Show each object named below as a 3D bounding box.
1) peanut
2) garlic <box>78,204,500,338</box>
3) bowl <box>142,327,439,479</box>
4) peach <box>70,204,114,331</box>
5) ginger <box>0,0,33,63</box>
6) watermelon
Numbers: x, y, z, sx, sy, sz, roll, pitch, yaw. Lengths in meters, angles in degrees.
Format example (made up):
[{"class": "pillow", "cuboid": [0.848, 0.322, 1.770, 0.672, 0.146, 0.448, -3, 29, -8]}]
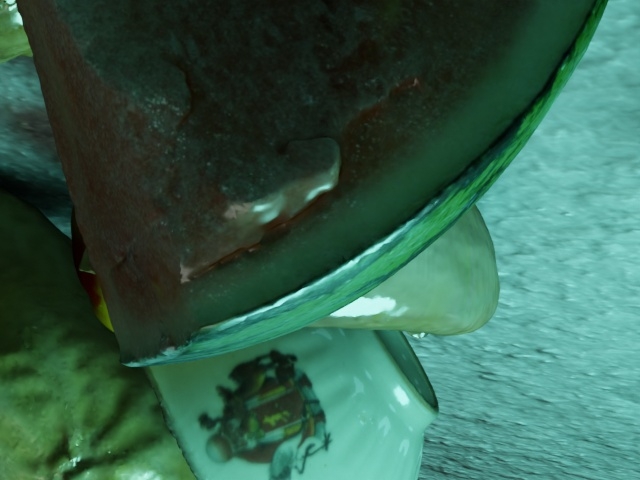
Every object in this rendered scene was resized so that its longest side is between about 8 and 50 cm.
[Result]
[{"class": "peanut", "cuboid": [-0.242, 0.096, 1.293, 0.387, 0.169, 0.192, 49, -156, 24]}, {"class": "garlic", "cuboid": [0.017, -0.001, 1.061, 0.338, 0.151, 0.196, 9, 164, -31]}, {"class": "bowl", "cuboid": [-0.005, 0.119, 1.307, 0.157, 0.337, 0.337, -32, 148, 9]}, {"class": "peach", "cuboid": [-0.116, 0.003, 1.160, 0.138, 0.138, 0.138, 13, 162, 4]}, {"class": "ginger", "cuboid": [-0.186, -0.152, 0.869, 0.096, 0.067, 0.165, 14, 155, -5]}, {"class": "watermelon", "cuboid": [-0.041, -0.069, 0.821, 0.293, 0.283, 0.250, 36, 152, 18]}]
